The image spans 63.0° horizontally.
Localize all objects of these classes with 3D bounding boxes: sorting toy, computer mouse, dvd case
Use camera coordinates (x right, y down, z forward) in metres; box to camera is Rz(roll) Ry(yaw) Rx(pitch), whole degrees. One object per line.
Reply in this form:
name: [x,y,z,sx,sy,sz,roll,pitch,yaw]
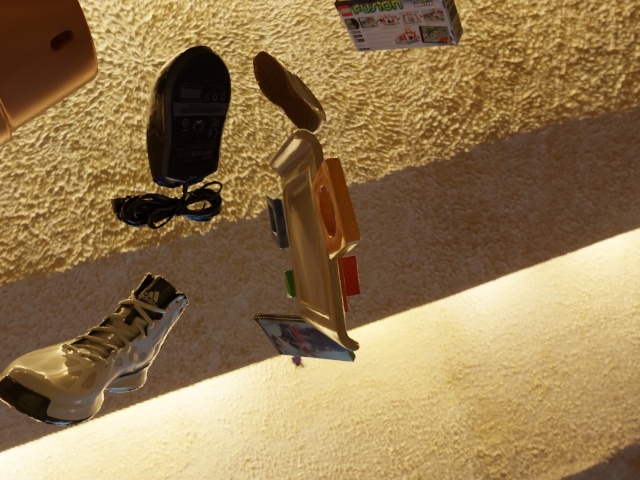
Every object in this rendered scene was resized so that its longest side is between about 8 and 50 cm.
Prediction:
sorting toy: [0.000,0.000,0.521,0.047,0.347,0.196,-12,-89,-13]
computer mouse: [-0.213,-0.156,0.779,0.188,0.072,0.272,-10,-58,-51]
dvd case: [-0.021,0.129,0.692,0.087,0.119,0.013,63,-140,-38]

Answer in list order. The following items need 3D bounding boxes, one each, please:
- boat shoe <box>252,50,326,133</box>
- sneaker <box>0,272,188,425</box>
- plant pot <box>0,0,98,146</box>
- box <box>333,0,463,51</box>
boat shoe: [-0.053,-0.262,0.924,0.063,0.059,0.170,-37,-90,33]
sneaker: [-0.407,0.171,0.999,0.169,0.447,0.258,30,-91,5]
plant pot: [-0.438,-0.279,0.690,0.203,0.290,0.291,-30,-64,-27]
box: [0.136,-0.393,0.920,0.114,0.206,0.036,50,-121,-48]
